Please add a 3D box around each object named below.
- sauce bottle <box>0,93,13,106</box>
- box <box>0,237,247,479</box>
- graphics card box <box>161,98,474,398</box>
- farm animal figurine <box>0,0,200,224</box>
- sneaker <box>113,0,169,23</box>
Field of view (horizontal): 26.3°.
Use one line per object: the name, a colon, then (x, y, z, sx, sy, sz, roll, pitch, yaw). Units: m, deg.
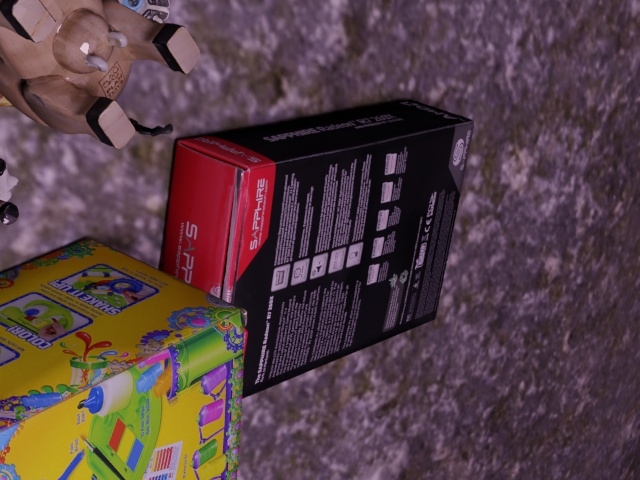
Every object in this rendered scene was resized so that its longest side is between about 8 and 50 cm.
sauce bottle: (-0.201, -0.115, 1.000, 0.128, 0.042, 0.042, 2, 107, -54)
box: (-0.216, 0.193, 1.035, 0.279, 0.177, 0.290, -25, 129, -47)
graphics card box: (0.000, 0.000, 1.315, 0.371, 0.094, 0.233, -17, 121, -50)
farm animal figurine: (-0.190, -0.199, 0.834, 0.330, 0.172, 0.327, -40, 132, -31)
sneaker: (-0.171, -0.219, 0.976, 0.063, 0.073, 0.162, -31, 121, -5)
